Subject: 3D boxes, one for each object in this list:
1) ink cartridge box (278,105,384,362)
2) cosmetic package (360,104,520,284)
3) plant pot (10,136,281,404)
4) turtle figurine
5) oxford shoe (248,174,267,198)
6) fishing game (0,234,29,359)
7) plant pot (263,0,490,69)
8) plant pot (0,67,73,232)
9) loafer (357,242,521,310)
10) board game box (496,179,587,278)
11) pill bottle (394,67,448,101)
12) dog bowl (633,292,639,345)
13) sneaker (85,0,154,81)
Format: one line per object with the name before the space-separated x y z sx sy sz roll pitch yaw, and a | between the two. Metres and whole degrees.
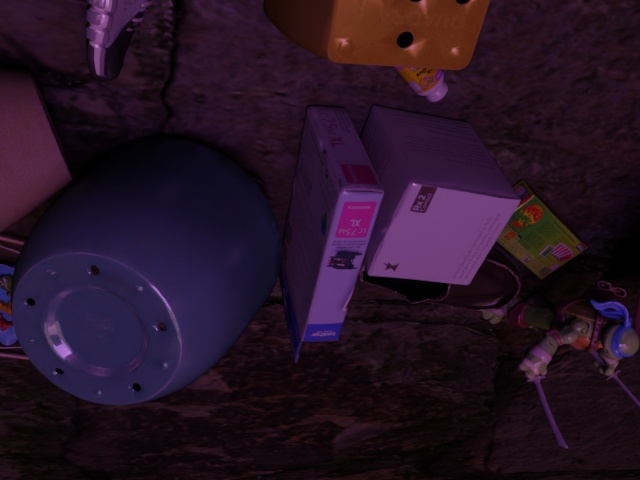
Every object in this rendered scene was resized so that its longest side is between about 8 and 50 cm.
ink cartridge box | 0.000 0.000 0.837 0.065 0.185 0.311 2 132 -17
cosmetic package | 0.133 -0.060 0.817 0.152 0.183 0.151 6 130 -18
plant pot | -0.212 0.050 0.729 0.293 0.235 0.292 3 114 8
turtle figurine | 0.394 0.191 1.027 0.198 0.266 0.274 -22 111 -13
oxford shoe | -0.127 0.010 0.879 0.083 0.096 0.227 11 126 -20
fishing game | -0.460 0.098 0.917 0.189 0.041 0.264 18 125 -30
plant pot | 0.068 -0.277 0.603 0.212 0.187 0.212 0 131 -13
plant pot | -0.420 -0.080 0.649 0.274 0.256 0.256 -21 135 -16
loafer | 0.173 0.057 0.968 0.366 0.130 0.133 15 126 -25
board game box | 0.345 -0.014 1.005 0.092 0.043 0.181 -41 128 22
pill bottle | 0.126 -0.211 0.773 0.043 0.043 0.083 -37 130 20
dog bowl | 0.653 0.054 0.970 0.408 0.150 0.407 -23 128 -33
sneaker | -0.167 -0.260 0.634 0.132 0.086 0.228 4 129 -20
